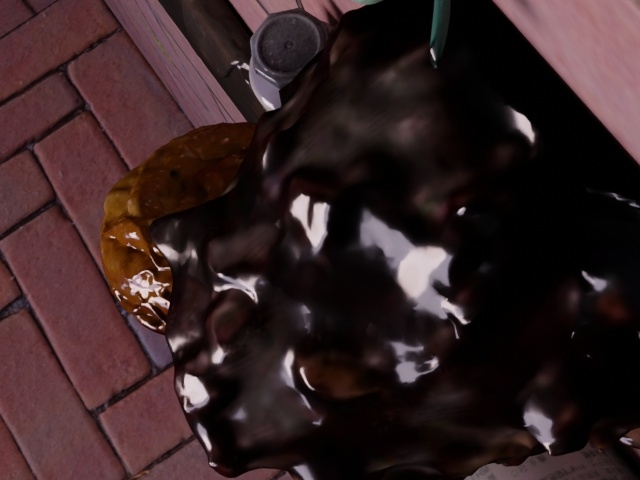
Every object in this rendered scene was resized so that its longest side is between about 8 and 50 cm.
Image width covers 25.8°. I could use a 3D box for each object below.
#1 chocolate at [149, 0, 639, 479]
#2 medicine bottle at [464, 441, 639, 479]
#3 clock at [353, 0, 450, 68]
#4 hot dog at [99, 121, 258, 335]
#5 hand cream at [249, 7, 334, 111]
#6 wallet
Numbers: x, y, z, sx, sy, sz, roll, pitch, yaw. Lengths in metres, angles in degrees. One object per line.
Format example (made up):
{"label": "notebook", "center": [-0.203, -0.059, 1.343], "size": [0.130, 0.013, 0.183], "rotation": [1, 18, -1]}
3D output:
{"label": "chocolate", "center": [0.025, 0.029, 0.559], "size": [0.224, 0.177, 0.206], "rotation": [55, 176, 26]}
{"label": "medicine bottle", "center": [0.127, 0.179, 0.785], "size": [0.293, 0.141, 0.141], "rotation": [53, 175, 40]}
{"label": "clock", "center": [0.009, -0.123, 0.471], "size": [0.135, 0.041, 0.101], "rotation": [53, 175, 32]}
{"label": "hot dog", "center": [0.001, 0.003, 0.729], "size": [0.226, 0.099, 0.160], "rotation": [6, -158, -43]}
{"label": "hand cream", "center": [0.009, -0.067, 0.874], "size": [0.095, 0.059, 0.276], "rotation": [48, 178, 19]}
{"label": "wallet", "center": [-0.078, -0.158, 1.227], "size": [0.309, 0.042, 0.165], "rotation": [55, 177, 17]}
